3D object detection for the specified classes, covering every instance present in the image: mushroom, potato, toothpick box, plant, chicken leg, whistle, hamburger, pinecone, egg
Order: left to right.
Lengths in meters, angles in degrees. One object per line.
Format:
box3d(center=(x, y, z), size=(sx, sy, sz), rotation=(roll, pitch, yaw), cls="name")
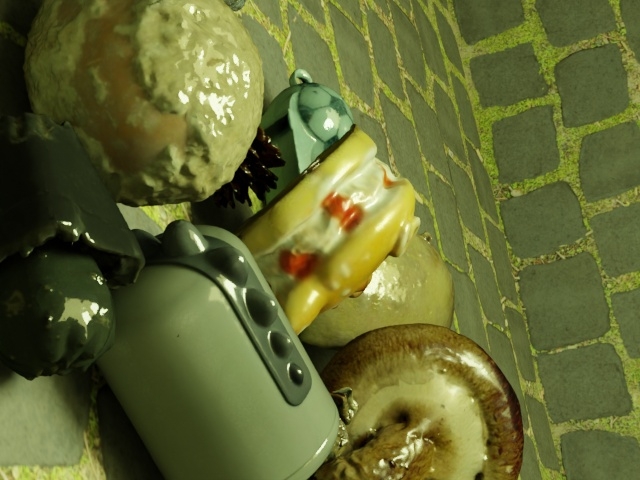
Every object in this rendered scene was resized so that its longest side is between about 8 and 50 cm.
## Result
box3d(center=(-0.263, 0.005, 1.087), size=(0.164, 0.142, 0.256), rotation=(30, 42, -63), cls="plant")
box3d(center=(-0.193, -0.176, 1.257), size=(0.279, 0.279, 0.310), rotation=(42, 19, -54), cls="egg")
box3d(center=(-0.122, 0.120, 1.228), size=(0.316, 0.229, 0.229), rotation=(64, 22, -21), cls="toothpick box")
box3d(center=(-0.123, -0.106, 1.570), size=(0.121, 0.140, 0.140), rotation=(-57, 137, -18), cls="pinecone")
box3d(center=(-0.040, 0.219, 1.546), size=(0.196, 0.125, 0.080), rotation=(36, -1, 15), cls="chicken leg")
box3d(center=(-0.016, -0.151, 1.845), size=(0.163, 0.163, 0.290), rotation=(33, 45, -60), cls="whistle")
box3d(center=(0.000, 0.000, 1.551), size=(0.186, 0.261, 0.302), rotation=(50, 46, -2), cls="hamburger")
box3d(center=(0.109, 0.065, 1.774), size=(0.189, 0.264, 0.211), rotation=(-95, -160, -72), cls="potato")
box3d(center=(0.138, 0.288, 1.674), size=(0.345, 0.345, 0.239), rotation=(58, -5, -34), cls="mushroom")

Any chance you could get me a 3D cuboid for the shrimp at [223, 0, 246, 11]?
box3d(center=(-0.161, -0.428, 1.836), size=(0.165, 0.056, 0.065), rotation=(59, 37, -56), cls="shrimp")
